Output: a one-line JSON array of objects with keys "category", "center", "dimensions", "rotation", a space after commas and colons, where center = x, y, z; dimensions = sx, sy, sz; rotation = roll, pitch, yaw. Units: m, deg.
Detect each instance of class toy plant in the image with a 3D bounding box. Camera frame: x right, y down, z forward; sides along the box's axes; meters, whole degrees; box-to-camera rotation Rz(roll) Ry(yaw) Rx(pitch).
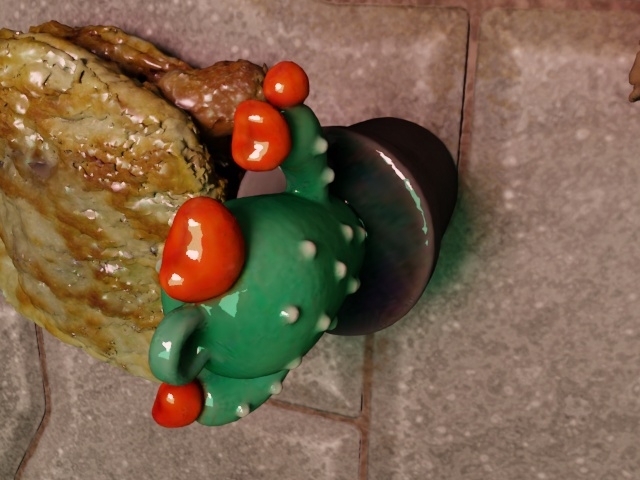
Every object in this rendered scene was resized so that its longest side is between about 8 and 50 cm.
[{"category": "toy plant", "center": [-0.007, 0.010, 0.603], "dimensions": [0.185, 0.400, 0.279], "rotation": [43, 119, 5]}]

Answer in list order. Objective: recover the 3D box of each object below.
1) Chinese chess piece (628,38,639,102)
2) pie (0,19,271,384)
[{"category": "Chinese chess piece", "center": [0.288, -0.227, 0.429], "dimensions": [0.140, 0.338, 0.338], "rotation": [12, 113, 17]}, {"category": "pie", "center": [-0.245, -0.025, 0.820], "dimensions": [0.395, 0.180, 0.418], "rotation": [17, 121, 15]}]
